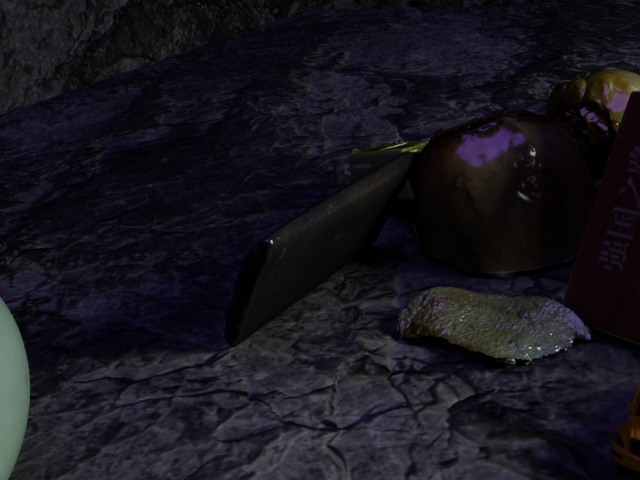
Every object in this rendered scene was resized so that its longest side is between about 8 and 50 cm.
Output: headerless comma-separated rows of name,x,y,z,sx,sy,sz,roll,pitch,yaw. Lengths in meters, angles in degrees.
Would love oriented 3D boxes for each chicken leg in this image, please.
chicken leg,0.485,-0.219,1.514,0.201,0.152,0.429,12,20,15

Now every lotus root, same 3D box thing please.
lotus root,0.238,-0.080,1.211,0.272,0.192,0.272,-15,20,5

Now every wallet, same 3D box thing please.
wallet,0.000,0.000,1.117,0.044,0.170,0.321,39,41,17

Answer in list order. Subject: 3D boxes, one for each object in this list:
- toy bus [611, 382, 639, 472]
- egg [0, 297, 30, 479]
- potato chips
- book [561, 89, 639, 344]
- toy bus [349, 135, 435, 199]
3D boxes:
toy bus,0.315,0.139,0.771,0.162,0.074,0.070,-26,29,-38
egg,-0.389,0.147,0.749,0.276,0.276,0.389,-10,23,-2
potato chips,0.185,0.094,0.988,0.209,0.026,0.142,-6,29,9
book,0.422,0.002,0.860,0.028,0.262,0.374,14,4,-42
toy bus,0.118,-0.107,1.379,0.101,0.088,0.175,-18,10,-25
